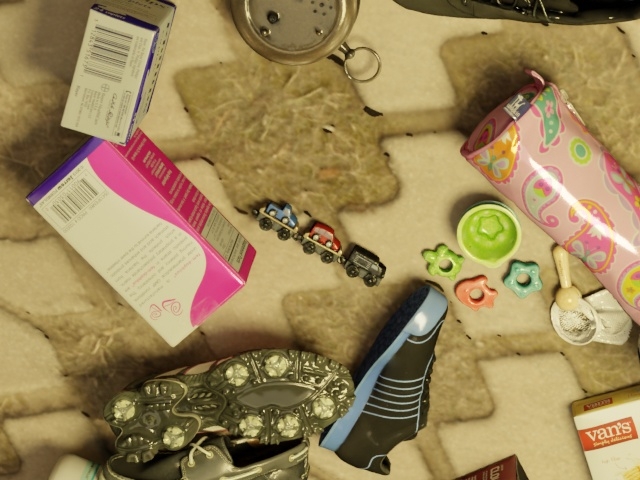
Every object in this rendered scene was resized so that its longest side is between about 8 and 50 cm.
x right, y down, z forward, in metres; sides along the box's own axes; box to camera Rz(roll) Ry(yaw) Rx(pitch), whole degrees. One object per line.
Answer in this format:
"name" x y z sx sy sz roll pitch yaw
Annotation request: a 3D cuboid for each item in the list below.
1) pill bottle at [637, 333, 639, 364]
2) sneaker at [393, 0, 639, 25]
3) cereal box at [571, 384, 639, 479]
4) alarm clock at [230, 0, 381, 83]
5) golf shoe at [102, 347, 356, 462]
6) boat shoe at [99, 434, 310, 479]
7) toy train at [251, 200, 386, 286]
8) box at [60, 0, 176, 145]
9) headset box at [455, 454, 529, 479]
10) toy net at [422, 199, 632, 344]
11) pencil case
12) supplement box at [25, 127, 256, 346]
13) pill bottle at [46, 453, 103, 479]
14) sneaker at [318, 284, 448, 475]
"pill bottle" 0.376 0.122 1.842 0.094 0.169 0.094 2 110 5
"sneaker" 0.201 -0.260 1.747 0.286 0.130 0.109 -1 111 7
"cereal box" 0.390 0.267 1.956 0.173 0.047 0.240 -17 107 11
"alarm clock" -0.011 -0.230 1.815 0.192 0.064 0.129 42 108 -13
"golf shoe" -0.097 0.161 1.932 0.273 0.120 0.105 -8 103 6
"boat shoe" -0.126 0.244 1.964 0.233 0.084 0.079 1 120 -12
"toy train" 0.000 0.000 1.911 0.158 0.027 0.036 28 106 -5
"box" -0.203 -0.180 1.808 0.072 0.137 0.126 17 110 -2
"headset box" 0.161 0.390 1.989 0.293 0.110 0.218 -25 105 13
"toy net" 0.226 0.056 1.899 0.232 0.045 0.122 36 108 -8
"pencil case" 0.276 -0.041 1.822 0.284 0.124 0.124 44 108 -9
"supplement box" -0.184 -0.014 1.879 0.111 0.114 0.220 -40 100 16
"pill bottle" -0.195 0.349 1.989 0.264 0.146 0.146 23 110 -2
"sneaker" 0.089 0.154 1.933 0.090 0.081 0.232 29 116 -8
